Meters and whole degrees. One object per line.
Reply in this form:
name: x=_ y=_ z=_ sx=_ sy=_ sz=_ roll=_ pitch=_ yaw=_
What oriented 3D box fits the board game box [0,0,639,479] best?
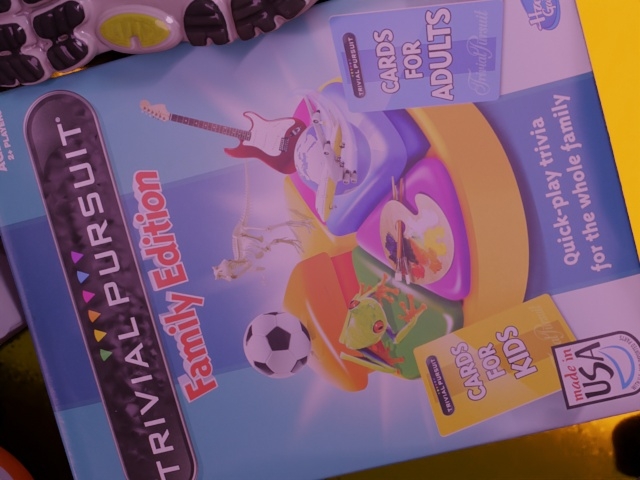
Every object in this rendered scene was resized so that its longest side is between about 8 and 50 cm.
board game box: x=0.000 y=0.000 z=0.826 sx=0.336 sy=0.079 sz=0.254 roll=-14 pitch=97 yaw=10

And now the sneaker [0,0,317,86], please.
sneaker: x=-0.111 y=-0.151 z=0.802 sx=0.279 sy=0.118 sz=0.107 roll=3 pitch=116 yaw=20

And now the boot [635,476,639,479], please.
boot: x=0.260 y=0.061 z=0.790 sx=0.246 sy=0.083 sz=0.161 roll=-20 pitch=104 yaw=3

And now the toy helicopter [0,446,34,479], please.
toy helicopter: x=-0.166 y=0.286 z=0.818 sx=0.355 sy=0.235 sz=0.140 roll=45 pitch=102 yaw=-1

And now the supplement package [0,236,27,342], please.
supplement package: x=-0.330 y=0.045 z=0.819 sx=0.262 sy=0.199 sz=0.198 roll=-35 pitch=92 yaw=12
